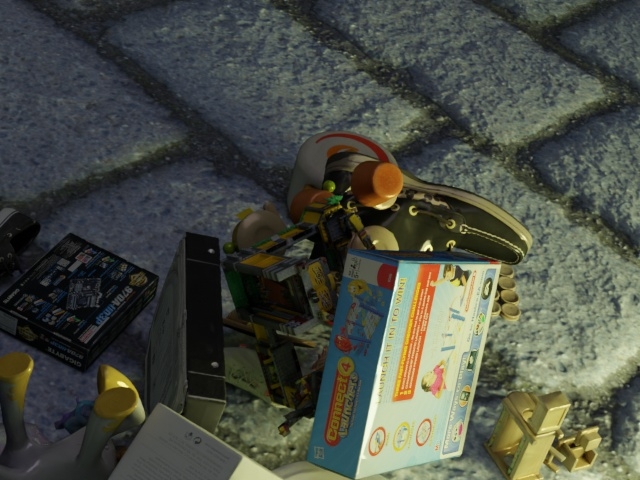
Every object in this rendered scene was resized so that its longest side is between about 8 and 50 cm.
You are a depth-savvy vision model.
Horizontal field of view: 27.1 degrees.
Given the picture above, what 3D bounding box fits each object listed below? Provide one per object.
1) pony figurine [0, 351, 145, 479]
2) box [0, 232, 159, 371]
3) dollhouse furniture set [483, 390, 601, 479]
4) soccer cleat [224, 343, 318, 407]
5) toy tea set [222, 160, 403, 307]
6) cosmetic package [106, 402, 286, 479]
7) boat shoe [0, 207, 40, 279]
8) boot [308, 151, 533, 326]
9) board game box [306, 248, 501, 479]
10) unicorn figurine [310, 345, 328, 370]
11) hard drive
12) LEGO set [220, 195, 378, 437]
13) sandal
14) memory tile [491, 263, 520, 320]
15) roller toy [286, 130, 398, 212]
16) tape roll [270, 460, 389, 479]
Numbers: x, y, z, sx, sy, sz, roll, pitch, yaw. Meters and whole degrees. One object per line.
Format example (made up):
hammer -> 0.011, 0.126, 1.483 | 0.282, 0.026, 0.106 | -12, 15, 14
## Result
pony figurine -> -0.364, 0.299, 1.683 | 0.351, 0.363, 0.302 | -9, 50, -5
box -> -0.386, 0.093, 2.106 | 0.175, 0.051, 0.220 | 25, 39, 11
dollhouse furniture set -> 0.359, 0.269, 2.042 | 0.161, 0.182, 0.101 | -9, 44, -27
soccer cleat -> -0.090, 0.214, 2.052 | 0.196, 0.068, 0.076 | 14, 42, -6
toy tea set -> 0.000, 0.000, 2.101 | 0.336, 0.200, 0.124 | -27, 9, -26
cosmetic package -> -0.171, 0.345, 1.621 | 0.138, 0.224, 0.224 | 28, 80, 23
boat shoe -> -0.514, 0.027, 2.130 | 0.076, 0.080, 0.228 | 17, 31, 4
boot -> 0.149, 0.038, 2.226 | 0.377, 0.138, 0.284 | 23, 65, -8
board game box -> 0.126, 0.169, 1.907 | 0.086, 0.308, 0.302 | 15, 7, 34
unicorn figurine -> 0.055, 0.230, 2.095 | 0.162, 0.060, 0.111 | 17, 41, 27
hard drive -> -0.199, 0.182, 1.911 | 0.064, 0.237, 0.339 | 10, 39, -16
LEGO set -> 0.016, 0.110, 1.919 | 0.255, 0.331, 0.192 | -16, 14, -30
sandal -> -0.120, 0.113, 2.126 | 0.240, 0.088, 0.079 | 10, 80, -2
memory tile -> 0.300, 0.085, 2.382 | 0.113, 0.012, 0.148 | 10, 38, -7
roller toy -> 0.040, -0.103, 2.413 | 0.209, 0.146, 0.191 | -4, 42, -23
tape roll -> 0.011, 0.433, 1.793 | 0.286, 0.100, 0.286 | 9, 40, -8
